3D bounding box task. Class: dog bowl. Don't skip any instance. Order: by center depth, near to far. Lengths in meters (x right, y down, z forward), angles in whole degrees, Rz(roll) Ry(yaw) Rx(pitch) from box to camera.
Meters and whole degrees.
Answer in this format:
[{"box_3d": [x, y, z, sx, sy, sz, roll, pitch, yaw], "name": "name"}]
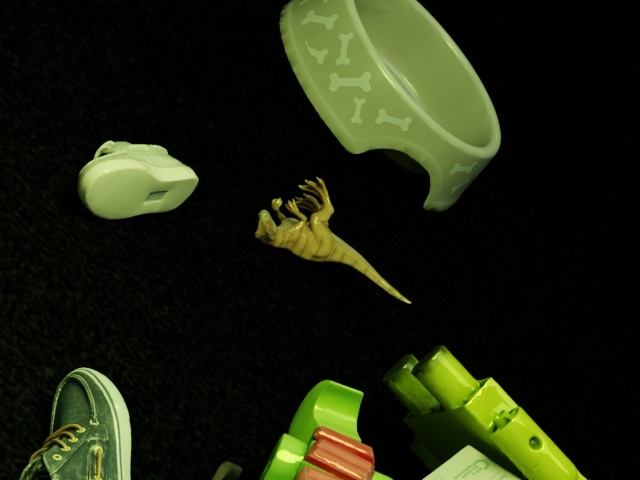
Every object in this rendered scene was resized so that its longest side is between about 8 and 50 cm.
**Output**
[{"box_3d": [0.102, -0.208, 2.337, 0.349, 0.102, 0.348, 40, 26, -25], "name": "dog bowl"}]

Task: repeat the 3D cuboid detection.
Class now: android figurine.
[{"box_3d": [0.178, 0.222, 1.772, 0.056, 0.248, 0.273, -43, 97, -21], "name": "android figurine"}]

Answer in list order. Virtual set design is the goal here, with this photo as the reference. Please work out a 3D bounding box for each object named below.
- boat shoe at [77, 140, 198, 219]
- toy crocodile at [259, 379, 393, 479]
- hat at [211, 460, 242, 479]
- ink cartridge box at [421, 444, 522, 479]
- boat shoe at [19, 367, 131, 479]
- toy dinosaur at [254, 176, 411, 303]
[{"box_3d": [-0.182, -0.066, 1.693, 0.063, 0.066, 0.184, 45, 24, 17], "name": "boat shoe"}, {"box_3d": [0.003, 0.218, 1.504, 0.115, 0.105, 0.340, 24, 14, -1], "name": "toy crocodile"}, {"box_3d": [-0.151, 0.286, 1.125, 0.134, 0.331, 0.331, 14, 20, 15], "name": "hat"}, {"box_3d": [0.205, 0.323, 1.590, 0.333, 0.065, 0.165, 32, 44, 32], "name": "ink cartridge box"}, {"box_3d": [-0.191, 0.165, 1.355, 0.083, 0.065, 0.183, 30, 34, -43], "name": "boat shoe"}, {"box_3d": [0.000, 0.000, 1.946, 0.211, 0.064, 0.112, 20, 57, -36], "name": "toy dinosaur"}]
